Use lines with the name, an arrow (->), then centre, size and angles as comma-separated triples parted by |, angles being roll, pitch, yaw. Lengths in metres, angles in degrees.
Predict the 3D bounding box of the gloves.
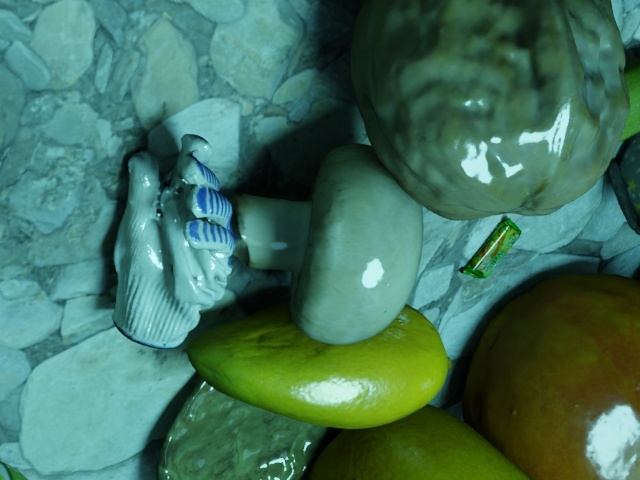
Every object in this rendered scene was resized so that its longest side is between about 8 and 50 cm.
gloves -> -0.136, 0.000, 1.151 | 0.119, 0.097, 0.229 | 20, 128, -1

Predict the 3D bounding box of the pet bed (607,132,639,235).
pet bed -> 0.485, -0.059, 1.564 | 0.211, 0.183, 0.159 | 9, 115, -44

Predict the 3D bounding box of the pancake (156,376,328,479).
pancake -> -0.088, 0.216, 1.418 | 0.242, 0.050, 0.242 | -23, 127, -34

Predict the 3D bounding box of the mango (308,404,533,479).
mango -> 0.153, 0.334, 1.474 | 0.221, 0.378, 0.264 | -52, 151, -18

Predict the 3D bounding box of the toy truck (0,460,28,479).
toy truck -> -0.373, 0.264, 1.148 | 0.187, 0.148, 0.210 | -42, 121, 2

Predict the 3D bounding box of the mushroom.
mushroom -> 0.000, 0.000, 1.220 | 0.204, 0.204, 0.204 | -23, 136, -24

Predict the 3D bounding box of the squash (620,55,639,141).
squash -> 0.291, -0.135, 1.403 | 0.341, 0.094, 0.094 | -22, 136, -24

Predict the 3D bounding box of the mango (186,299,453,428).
mango -> 0.008, 0.125, 1.317 | 0.317, 0.176, 0.119 | 2, 122, -34

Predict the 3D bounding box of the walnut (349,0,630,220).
walnut -> 0.157, -0.151, 1.152 | 0.273, 0.273, 0.227 | -42, 170, -3

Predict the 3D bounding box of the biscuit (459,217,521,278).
biscuit -> 0.212, 0.013, 1.522 | 0.089, 0.016, 0.046 | -53, 140, 10

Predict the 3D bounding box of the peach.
peach -> 0.363, 0.217, 1.607 | 0.343, 0.301, 0.342 | -22, 135, -24
